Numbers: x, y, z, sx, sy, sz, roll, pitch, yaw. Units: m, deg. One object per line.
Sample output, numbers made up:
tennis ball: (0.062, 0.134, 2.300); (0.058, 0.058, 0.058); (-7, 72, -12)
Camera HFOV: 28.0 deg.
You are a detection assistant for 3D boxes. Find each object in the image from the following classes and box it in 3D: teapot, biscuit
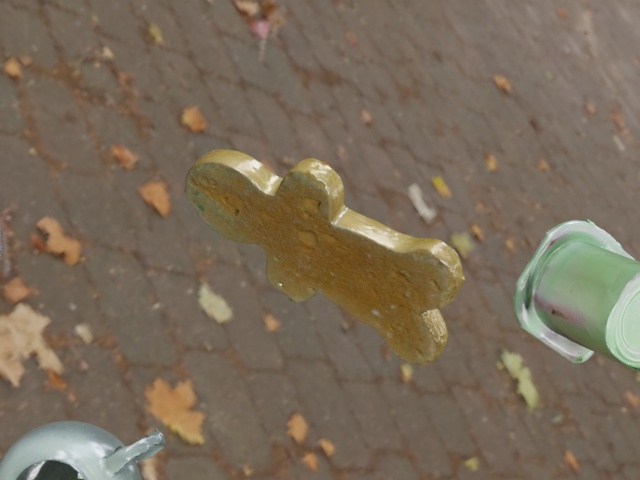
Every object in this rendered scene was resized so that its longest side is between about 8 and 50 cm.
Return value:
teapot: (-0.320, 0.322, 1.603); (0.193, 0.294, 0.129); (57, 2, 8)
biscuit: (0.000, 0.000, 0.979); (0.234, 0.153, 0.030); (28, 50, 14)

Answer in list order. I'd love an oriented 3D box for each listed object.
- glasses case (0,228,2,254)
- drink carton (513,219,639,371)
glasses case: (-0.359, -0.064, 1.282); (0.109, 0.067, 0.282); (-81, 171, -78)
drink carton: (0.316, 0.068, 1.407); (0.144, 0.146, 0.142); (34, -2, -27)
